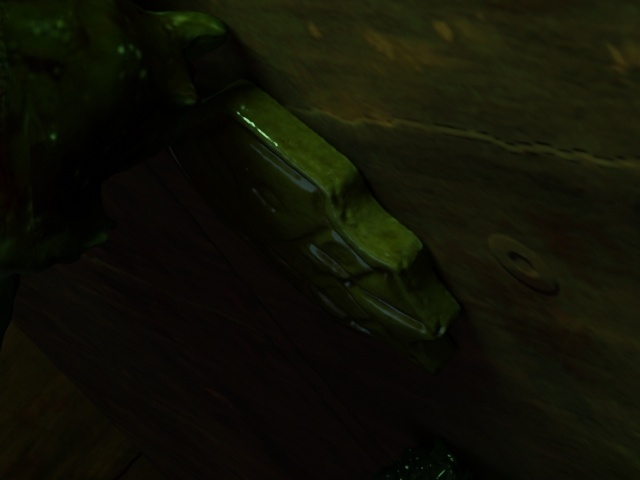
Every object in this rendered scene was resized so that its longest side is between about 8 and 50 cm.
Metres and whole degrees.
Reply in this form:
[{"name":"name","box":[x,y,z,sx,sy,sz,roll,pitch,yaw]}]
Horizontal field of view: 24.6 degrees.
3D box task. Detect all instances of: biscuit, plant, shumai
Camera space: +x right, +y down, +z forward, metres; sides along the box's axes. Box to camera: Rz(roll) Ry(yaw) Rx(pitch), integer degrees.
[{"name":"biscuit","box":[-0.002,0.002,0.823,0.215,0.034,0.182,47,163,-15]},{"name":"plant","box":[0.098,0.192,1.018,0.085,0.087,0.174,17,-173,-37]},{"name":"shumai","box":[-0.218,-0.078,0.733,0.323,0.398,0.324,-21,142,39]}]
